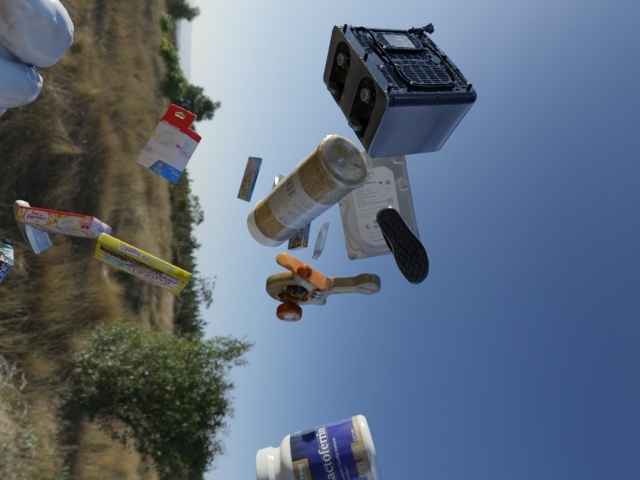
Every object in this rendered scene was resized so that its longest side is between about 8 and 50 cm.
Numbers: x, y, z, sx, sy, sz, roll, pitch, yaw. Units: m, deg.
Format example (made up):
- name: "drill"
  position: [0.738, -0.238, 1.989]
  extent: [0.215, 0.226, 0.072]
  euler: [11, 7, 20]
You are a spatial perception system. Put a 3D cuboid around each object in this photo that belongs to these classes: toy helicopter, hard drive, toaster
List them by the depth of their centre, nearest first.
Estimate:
- name: "toaster"
  position: [0.111, -0.219, 0.591]
  extent: [0.168, 0.185, 0.110]
  euler: [64, -29, 26]
- name: "toy helicopter"
  position: [0.004, 0.129, 1.254]
  extent: [0.235, 0.355, 0.140]
  euler: [71, 18, -50]
- name: "hard drive"
  position: [0.176, -0.121, 1.324]
  extent: [0.064, 0.236, 0.339]
  euler: [-10, 91, -80]

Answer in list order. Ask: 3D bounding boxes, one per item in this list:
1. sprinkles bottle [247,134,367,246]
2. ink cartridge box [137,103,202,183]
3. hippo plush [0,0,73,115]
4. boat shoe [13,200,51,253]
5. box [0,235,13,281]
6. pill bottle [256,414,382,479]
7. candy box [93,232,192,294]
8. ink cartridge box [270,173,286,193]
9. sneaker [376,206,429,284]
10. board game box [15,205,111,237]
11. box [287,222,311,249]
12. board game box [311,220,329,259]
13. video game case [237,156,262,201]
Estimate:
- name: "sprinkles bottle"
  position: [-0.045, -0.096, 0.937]
  extent: [0.355, 0.121, 0.121]
  euler: [-32, -125, 51]
- name: "ink cartridge box"
  position: [-0.500, -0.328, 1.400]
  extent: [0.231, 0.134, 0.078]
  euler: [-60, 158, -1]
- name: "hippo plush"
  position: [-0.419, -0.287, 0.423]
  extent: [0.234, 0.236, 0.294]
  euler: [33, -85, 29]
- name: "boat shoe"
  position: [-1.011, -0.055, 1.461]
  extent: [0.079, 0.081, 0.228]
  euler: [32, -47, 21]
- name: "box"
  position: [-1.011, 0.092, 1.263]
  extent: [0.233, 0.044, 0.159]
  euler: [27, -99, 49]
- name: "pill bottle"
  position: [-0.004, 0.510, 0.943]
  extent: [0.153, 0.264, 0.153]
  euler: [164, -90, -88]
- name: "candy box"
  position: [-0.403, 0.058, 0.938]
  extent: [0.105, 0.205, 0.027]
  euler: [-36, -149, 53]
- name: "ink cartridge box"
  position: [-0.126, -0.158, 1.524]
  extent: [0.067, 0.115, 0.198]
  euler: [-103, -151, -54]
- name: "sneaker"
  position: [0.226, 0.011, 1.121]
  extent: [0.097, 0.084, 0.235]
  euler: [54, 14, -68]
- name: "board game box"
  position: [-0.730, -0.045, 1.191]
  extent: [0.147, 0.193, 0.045]
  euler: [130, -32, -76]
- name: "box"
  position: [-0.077, -0.016, 1.467]
  extent: [0.137, 0.027, 0.094]
  euler: [166, -66, -65]
- name: "board game box"
  position: [0.000, 0.000, 1.176]
  extent: [0.090, 0.020, 0.090]
  euler: [123, -18, -69]
- name: "video game case"
  position: [-0.266, -0.230, 1.543]
  extent: [0.119, 0.015, 0.166]
  euler: [23, -83, 58]
